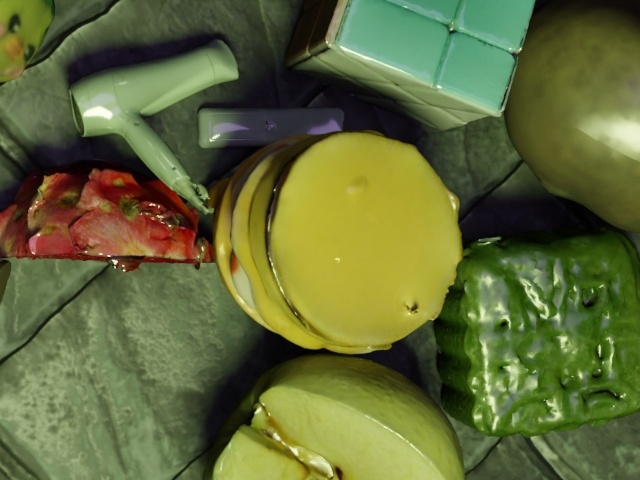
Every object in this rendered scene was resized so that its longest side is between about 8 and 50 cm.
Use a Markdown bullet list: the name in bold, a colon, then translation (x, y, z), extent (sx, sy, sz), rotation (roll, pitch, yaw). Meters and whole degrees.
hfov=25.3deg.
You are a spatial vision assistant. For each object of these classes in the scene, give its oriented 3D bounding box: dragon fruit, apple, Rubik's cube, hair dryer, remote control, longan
- **dragon fruit**: translation (-0.240, -0.031, 1.633), extent (0.274, 0.161, 0.126), rotation (3, 91, -13)
- **apple**: translation (0.010, 0.263, 1.655), extent (0.258, 0.233, 0.295), rotation (40, 104, -10)
- **Rubik's cube**: translation (0.113, -0.280, 1.694), extent (0.231, 0.221, 0.225), rotation (20, 85, -14)
- **hair dryer**: translation (-0.160, -0.124, 1.653), extent (0.206, 0.075, 0.237), rotation (-21, 58, -18)
- **remote control**: translation (-0.058, -0.139, 1.749), extent (0.184, 0.027, 0.050), rotation (-2, 91, -15)
- **longan**: translation (0.387, -0.164, 1.744), extent (0.350, 0.288, 0.288), rotation (22, 84, -8)

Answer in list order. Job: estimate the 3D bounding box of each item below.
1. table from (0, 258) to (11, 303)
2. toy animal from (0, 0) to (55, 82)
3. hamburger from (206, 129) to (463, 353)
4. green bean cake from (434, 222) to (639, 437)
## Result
- **table**: translation (-0.481, 0.060, 1.585), extent (0.226, 0.167, 0.167), rotation (21, 84, -4)
- **toy animal**: translation (-0.452, -0.217, 1.566), extent (0.191, 0.216, 0.338), rotation (42, 76, 16)
- **hamburger**: translation (0.000, 0.000, 1.657), extent (0.276, 0.237, 0.276), rotation (1, 89, -31)
- **green bean cake**: translation (0.275, 0.109, 1.770), extent (0.250, 0.156, 0.247), rotation (-5, 92, -15)
